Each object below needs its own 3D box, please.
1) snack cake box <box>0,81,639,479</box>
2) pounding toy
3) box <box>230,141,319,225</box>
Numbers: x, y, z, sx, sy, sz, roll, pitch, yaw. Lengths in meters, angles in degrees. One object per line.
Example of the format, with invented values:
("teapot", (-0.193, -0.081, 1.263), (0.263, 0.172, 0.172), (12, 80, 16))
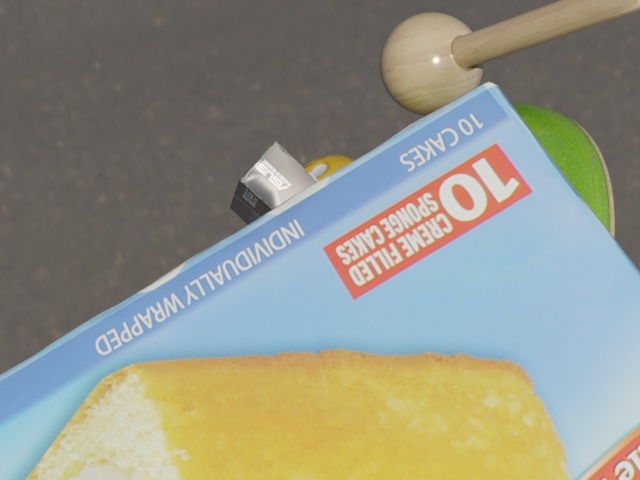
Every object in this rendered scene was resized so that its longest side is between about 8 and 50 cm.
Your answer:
("snack cake box", (-0.031, 0.104, 0.362), (0.264, 0.089, 0.152), (-31, 49, -1))
("pounding toy", (0.040, -0.016, 0.809), (0.183, 0.110, 0.237), (-11, 62, 59))
("box", (0.000, 0.000, 0.613), (0.067, 0.083, 0.018), (43, 83, -1))
